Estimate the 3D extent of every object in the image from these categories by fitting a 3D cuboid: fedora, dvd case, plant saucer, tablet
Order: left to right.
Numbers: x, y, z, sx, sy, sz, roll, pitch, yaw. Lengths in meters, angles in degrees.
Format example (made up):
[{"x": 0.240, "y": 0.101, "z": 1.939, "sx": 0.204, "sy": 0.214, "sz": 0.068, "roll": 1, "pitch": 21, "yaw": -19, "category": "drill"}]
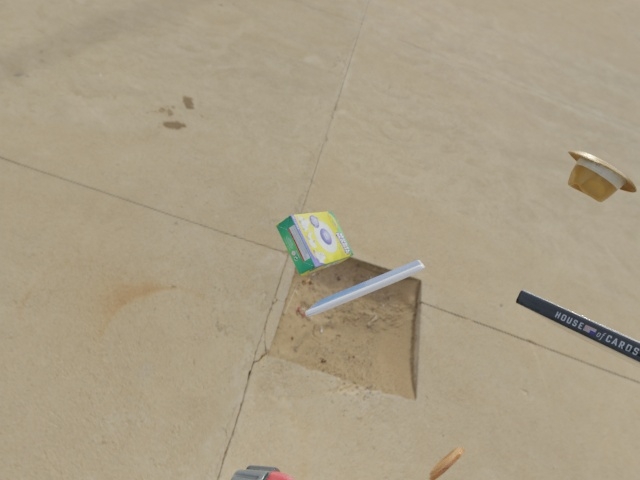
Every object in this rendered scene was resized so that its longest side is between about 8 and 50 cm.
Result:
[{"x": 0.032, "y": 0.033, "z": 0.288, "sx": 0.083, "sy": 0.054, "sz": 0.006, "roll": -23, "pitch": 86, "yaw": 10, "category": "tablet"}, {"x": 0.224, "y": 0.397, "z": 0.740, "sx": 0.083, "sy": 0.084, "sz": 0.013, "roll": -24, "pitch": 58, "yaw": -33, "category": "plant saucer"}, {"x": 0.696, "y": -0.153, "z": 1.056, "sx": 0.194, "sy": 0.079, "sz": 0.194, "roll": 30, "pitch": 17, "yaw": -10, "category": "fedora"}, {"x": 0.440, "y": 0.154, "z": 0.628, "sx": 0.179, "sy": 0.030, "sz": 0.238, "roll": 25, "pitch": 3, "yaw": -42, "category": "dvd case"}]

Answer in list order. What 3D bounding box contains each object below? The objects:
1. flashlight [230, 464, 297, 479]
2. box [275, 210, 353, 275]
[{"x": 0.034, "y": 0.342, "z": 0.494, "sx": 0.303, "sy": 0.104, "sz": 0.103, "roll": -2, "pitch": 9, "yaw": 18, "category": "flashlight"}, {"x": 0.000, "y": 0.000, "z": 0.790, "sx": 0.179, "sy": 0.043, "sz": 0.105, "roll": -12, "pitch": 74, "yaw": -62, "category": "box"}]
